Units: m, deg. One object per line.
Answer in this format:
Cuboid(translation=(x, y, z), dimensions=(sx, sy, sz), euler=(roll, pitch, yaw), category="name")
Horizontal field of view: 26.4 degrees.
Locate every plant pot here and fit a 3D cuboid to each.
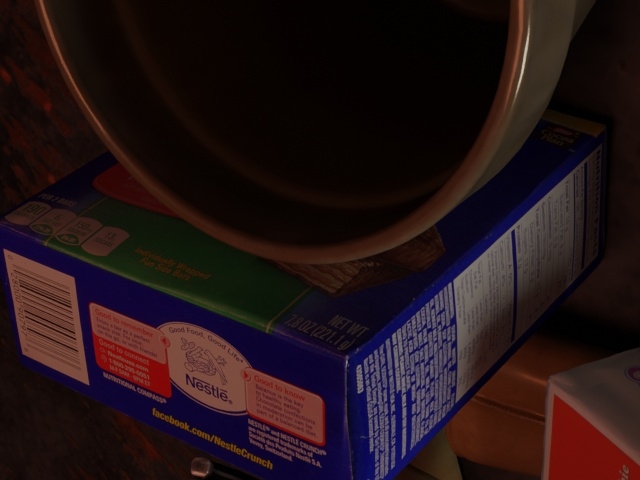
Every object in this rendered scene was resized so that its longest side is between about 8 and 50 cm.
Cuboid(translation=(0.041, -0.183, 0.785), dimensions=(0.323, 0.280, 0.323), euler=(17, 119, 32), category="plant pot")

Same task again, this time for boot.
Cuboid(translation=(0.209, 0.092, 0.927), dimensions=(0.269, 0.089, 0.236), euler=(16, 121, 34), category="boot")

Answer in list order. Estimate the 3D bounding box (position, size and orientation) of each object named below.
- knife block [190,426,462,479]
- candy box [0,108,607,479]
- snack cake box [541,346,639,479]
Cuboid(translation=(0.013, 0.228, 1.046), dimensions=(0.088, 0.242, 0.276), euler=(-3, 110, 40), category="knife block")
Cuboid(translation=(0.000, 0.000, 0.885), dimensions=(0.268, 0.317, 0.122), euler=(19, 127, 30), category="candy box")
Cuboid(translation=(0.212, 0.216, 0.842), dimensions=(0.152, 0.089, 0.264), euler=(44, 143, 51), category="snack cake box")
